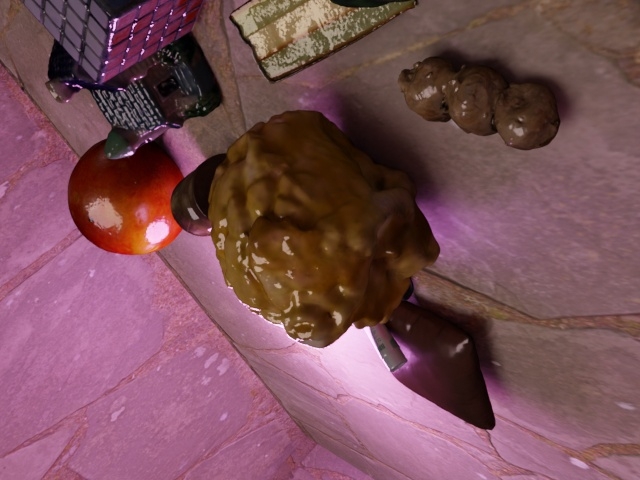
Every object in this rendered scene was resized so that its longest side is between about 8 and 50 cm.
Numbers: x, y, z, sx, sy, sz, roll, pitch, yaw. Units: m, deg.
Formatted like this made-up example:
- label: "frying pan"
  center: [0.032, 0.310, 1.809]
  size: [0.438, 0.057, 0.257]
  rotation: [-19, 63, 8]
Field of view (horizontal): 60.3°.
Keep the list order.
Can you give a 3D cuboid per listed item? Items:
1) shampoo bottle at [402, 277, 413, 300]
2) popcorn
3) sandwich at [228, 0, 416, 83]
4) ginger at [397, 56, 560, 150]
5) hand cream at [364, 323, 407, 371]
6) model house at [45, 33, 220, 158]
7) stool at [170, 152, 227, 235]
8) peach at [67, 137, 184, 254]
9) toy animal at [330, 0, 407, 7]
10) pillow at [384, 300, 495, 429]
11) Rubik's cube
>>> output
- label: "shampoo bottle"
  center: [0.101, 0.066, 1.228]
  size: [0.233, 0.049, 0.087]
  rotation: [23, 150, 43]
- label: "popcorn"
  center: [-0.018, -0.010, 0.943]
  size: [0.390, 0.344, 0.354]
  rotation: [38, 150, 5]
- label: "sandwich"
  center: [0.000, -0.297, 0.714]
  size: [0.187, 0.144, 0.117]
  rotation: [8, 138, 56]
- label: "ginger"
  center: [0.193, -0.169, 0.672]
  size: [0.204, 0.080, 0.104]
  rotation: [29, 175, 40]
- label: "hand cream"
  center: [0.123, 0.198, 1.194]
  size: [0.174, 0.047, 0.076]
  rotation: [56, 153, 24]
- label: "model house"
  center: [-0.419, -0.345, 1.185]
  size: [0.243, 0.284, 0.298]
  rotation: [24, 148, 51]
- label: "stool"
  center: [-0.274, -0.110, 1.422]
  size: [0.179, 0.179, 0.264]
  rotation: [53, 156, -13]
- label: "peach"
  center: [-0.587, -0.146, 1.692]
  size: [0.388, 0.388, 0.388]
  rotation: [37, 155, 21]
- label: "toy animal"
  center: [0.005, -0.378, 0.515]
  size: [0.216, 0.191, 0.338]
  rotation: [12, 139, 52]
- label: "pillow"
  center: [0.236, 0.254, 1.224]
  size: [0.308, 0.108, 0.305]
  rotation: [23, 145, 47]
- label: "Rubik's cube"
  center: [-0.348, -0.453, 0.918]
  size: [0.237, 0.237, 0.238]
  rotation: [50, 150, -8]
